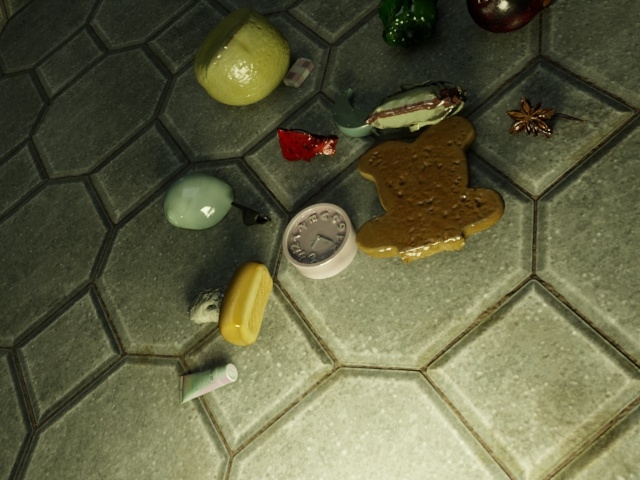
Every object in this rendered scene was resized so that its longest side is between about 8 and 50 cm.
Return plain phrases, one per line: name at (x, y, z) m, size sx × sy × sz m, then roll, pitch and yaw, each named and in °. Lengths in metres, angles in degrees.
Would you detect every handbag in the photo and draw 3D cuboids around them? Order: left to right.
handbag at (0.250, -0.351, 1.630) m, size 0.235 × 0.127 × 0.213 m, roll -3°, pitch 16°, yaw 25°

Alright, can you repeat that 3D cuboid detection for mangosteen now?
mangosteen at (0.534, -0.698, 1.732) m, size 0.265 × 0.228 × 0.228 m, roll -18°, pitch 42°, yaw -33°

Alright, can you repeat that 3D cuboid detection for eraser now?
eraser at (-0.072, -0.555, 2.054) m, size 0.065 × 0.026 × 0.105 m, roll 26°, pitch 74°, yaw 39°

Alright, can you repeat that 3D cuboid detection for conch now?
conch at (-0.376, -0.119, 1.890) m, size 0.221 × 0.121 × 0.185 m, roll -24°, pitch 82°, yaw 6°

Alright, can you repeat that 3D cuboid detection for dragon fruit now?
dragon fruit at (-0.029, -0.304, 1.820) m, size 0.192 × 0.122 × 0.092 m, roll 6°, pitch 49°, yaw 33°

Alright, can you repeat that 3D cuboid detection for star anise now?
star anise at (0.559, -0.303, 1.549) m, size 0.190 × 0.070 × 0.097 m, roll 15°, pitch 95°, yaw 32°

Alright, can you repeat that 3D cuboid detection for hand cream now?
hand cream at (-0.293, 0.358, 1.581) m, size 0.174 × 0.047 × 0.076 m, roll -24°, pitch 52°, yaw 23°

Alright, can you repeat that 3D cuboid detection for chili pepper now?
chili pepper at (0.274, -0.758, 1.914) m, size 0.167 × 0.213 × 0.385 m, roll 8°, pitch 59°, yaw -17°

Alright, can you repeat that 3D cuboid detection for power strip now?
power strip at (0.116, -0.365, 1.824) m, size 0.137 × 0.044 × 0.216 m, roll -46°, pitch 51°, yaw -6°

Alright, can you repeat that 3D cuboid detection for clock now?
clock at (0.000, 0.000, 1.638) m, size 0.196 × 0.068 × 0.197 m, roll -13°, pitch 56°, yaw 20°

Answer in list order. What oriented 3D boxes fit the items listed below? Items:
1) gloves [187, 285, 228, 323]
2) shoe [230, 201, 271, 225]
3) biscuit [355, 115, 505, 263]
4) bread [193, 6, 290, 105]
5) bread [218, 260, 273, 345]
gloves at (-0.293, 0.167, 1.677) m, size 0.153 × 0.070 × 0.114 m, roll -14°, pitch 53°, yaw 30°
shoe at (-0.207, -0.068, 1.795) m, size 0.159 × 0.062 × 0.053 m, roll 26°, pitch 87°, yaw 36°
biscuit at (0.255, -0.121, 1.586) m, size 0.368 × 0.076 × 0.394 m, roll -20°, pitch 50°, yaw 15°
bread at (-0.259, -0.600, 2.055) m, size 0.320 × 0.237 × 0.321 m, roll -25°, pitch 39°, yaw 22°
bread at (-0.197, 0.158, 1.586) m, size 0.098 × 0.147 × 0.217 m, roll 7°, pitch 58°, yaw 14°
